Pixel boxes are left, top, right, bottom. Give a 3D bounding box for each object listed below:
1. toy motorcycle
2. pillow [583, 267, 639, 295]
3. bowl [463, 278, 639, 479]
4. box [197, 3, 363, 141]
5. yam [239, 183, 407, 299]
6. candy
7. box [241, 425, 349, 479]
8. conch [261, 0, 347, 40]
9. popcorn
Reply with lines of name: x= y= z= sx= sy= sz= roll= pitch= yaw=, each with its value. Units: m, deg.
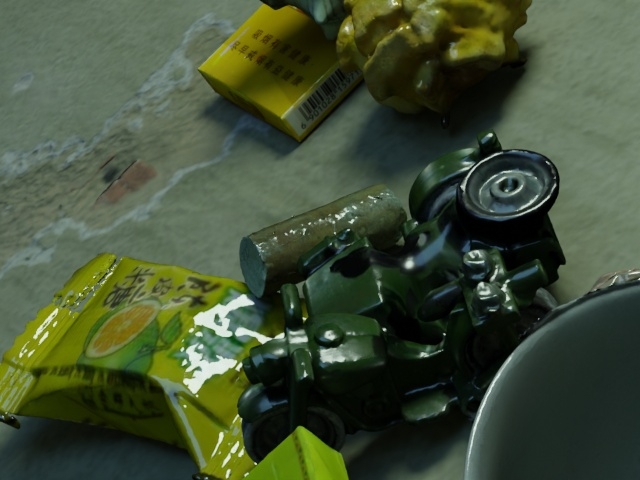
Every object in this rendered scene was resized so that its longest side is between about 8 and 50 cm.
toy motorcycle: x=0.055 y=0.039 z=1.360 sx=0.275 sy=0.127 sz=0.205 roll=-24 pitch=41 yaw=9
pillow: x=0.247 y=0.089 z=1.196 sx=0.270 sy=0.067 sz=0.173 roll=-1 pitch=55 yaw=41
bowl: x=0.213 y=0.198 z=0.988 sx=0.157 sy=0.345 sz=0.346 roll=112 pitch=170 yaw=-46
box: x=0.027 y=-0.214 z=1.730 sx=0.269 sy=0.043 sz=0.152 roll=-45 pitch=40 yaw=-9
yam: x=0.000 y=0.000 z=1.482 sx=0.132 sy=0.054 sz=0.054 roll=-22 pitch=29 yaw=-26
candy: x=-0.126 y=0.093 z=1.493 sx=0.297 sy=0.081 sz=0.187 roll=12 pitch=53 yaw=36
box: x=-0.100 y=0.284 z=1.223 sx=0.335 sy=0.047 sz=0.187 roll=-44 pitch=27 yaw=15
conch: x=0.014 y=-0.240 z=1.660 sx=0.233 sy=0.114 sz=0.137 roll=-13 pitch=46 yaw=-26
popcorn: x=0.090 y=-0.172 z=1.560 sx=0.148 sy=0.152 sz=0.167 roll=-25 pitch=-9 yaw=-47
